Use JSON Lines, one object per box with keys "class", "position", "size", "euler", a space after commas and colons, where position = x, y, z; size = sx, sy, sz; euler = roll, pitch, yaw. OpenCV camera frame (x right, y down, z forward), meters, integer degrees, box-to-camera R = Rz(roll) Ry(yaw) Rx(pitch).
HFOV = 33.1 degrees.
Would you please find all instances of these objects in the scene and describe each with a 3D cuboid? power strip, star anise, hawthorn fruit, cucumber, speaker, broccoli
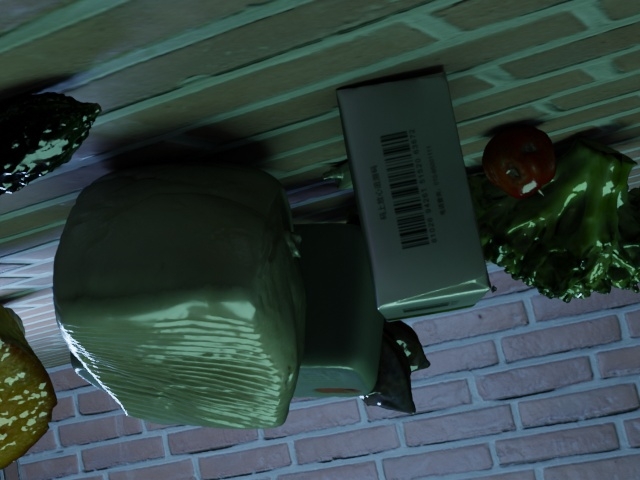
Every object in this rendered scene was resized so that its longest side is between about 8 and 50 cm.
{"class": "power strip", "position": [0.086, -0.085, 1.303], "size": [0.191, 0.030, 0.047], "euler": [-8, 171, -28]}
{"class": "star anise", "position": [0.033, 0.138, 1.581], "size": [0.315, 0.315, 0.108], "euler": [-3, 140, -49]}
{"class": "hawthorn fruit", "position": [0.237, -0.090, 1.270], "size": [0.093, 0.093, 0.093], "euler": [-11, 173, -1]}
{"class": "cucumber", "position": [-0.287, -0.055, 0.833], "size": [0.300, 0.072, 0.072], "euler": [-18, 170, 31]}
{"class": "speaker", "position": [-0.118, 0.098, 1.400], "size": [0.406, 0.184, 0.183], "euler": [-2, 156, 13]}
{"class": "broccoli", "position": [0.341, -0.053, 1.484], "size": [0.288, 0.248, 0.246], "euler": [3, 130, -29]}

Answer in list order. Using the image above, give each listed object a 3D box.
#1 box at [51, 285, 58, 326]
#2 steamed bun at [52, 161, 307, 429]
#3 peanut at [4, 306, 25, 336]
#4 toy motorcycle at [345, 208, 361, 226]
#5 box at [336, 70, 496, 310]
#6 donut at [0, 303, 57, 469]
{"class": "box", "position": [-0.335, 0.090, 1.817], "size": [0.194, 0.073, 0.139], "euler": [-6, 171, -36]}
{"class": "steamed bun", "position": [-0.136, 0.042, 1.133], "size": [0.247, 0.236, 0.383], "euler": [0, 153, 6]}
{"class": "peanut", "position": [-0.610, 0.183, 1.916], "size": [0.256, 0.124, 0.123], "euler": [-15, 172, 42]}
{"class": "toy motorcycle", "position": [0.120, 0.001, 1.584], "size": [0.206, 0.142, 0.342], "euler": [-11, 174, -5]}
{"class": "box", "position": [0.092, -0.029, 1.072], "size": [0.106, 0.200, 0.299], "euler": [-11, 173, 3]}
{"class": "donut", "position": [-0.565, 0.180, 1.426], "size": [0.435, 0.163, 0.378], "euler": [3, 136, -42]}
